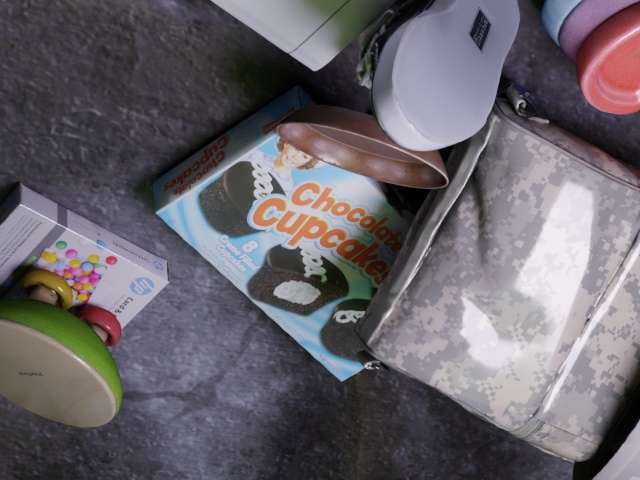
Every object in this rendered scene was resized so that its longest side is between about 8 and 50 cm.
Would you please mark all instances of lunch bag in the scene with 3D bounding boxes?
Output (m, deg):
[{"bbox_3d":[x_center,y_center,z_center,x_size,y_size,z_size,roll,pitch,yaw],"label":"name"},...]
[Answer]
[{"bbox_3d":[0.200,0.027,1.715,0.256,0.212,0.305,23,102,-30],"label":"lunch bag"}]

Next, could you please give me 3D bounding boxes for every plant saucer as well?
[{"bbox_3d":[0.042,-0.089,1.621,0.168,0.168,0.029,23,81,-25],"label":"plant saucer"}]

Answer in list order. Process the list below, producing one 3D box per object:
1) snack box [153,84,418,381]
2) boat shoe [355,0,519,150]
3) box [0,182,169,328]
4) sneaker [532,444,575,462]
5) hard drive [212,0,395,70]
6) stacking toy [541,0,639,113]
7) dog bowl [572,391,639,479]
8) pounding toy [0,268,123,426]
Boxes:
[{"bbox_3d":[0.000,0.000,1.804,0.187,0.060,0.322,-33,127,18],"label":"snack box"},{"bbox_3d":[0.087,-0.157,1.529,0.105,0.306,0.113,-26,113,31],"label":"boat shoe"},{"bbox_3d":[-0.274,0.036,1.812,0.186,0.038,0.145,29,122,-30],"label":"box"},{"bbox_3d":[0.362,0.248,2.037,0.290,0.123,0.106,13,130,-18],"label":"sneaker"},{"bbox_3d":[-0.060,-0.310,1.451,0.353,0.047,0.233,33,124,-28],"label":"hard drive"},{"bbox_3d":[0.368,-0.258,1.636,0.309,0.130,0.279,-40,151,28],"label":"stacking toy"},{"bbox_3d":[0.386,0.122,1.774,0.102,0.349,0.349,30,125,2],"label":"dog bowl"},{"bbox_3d":[-0.291,0.087,1.780,0.236,0.110,0.183,17,147,17],"label":"pounding toy"}]
